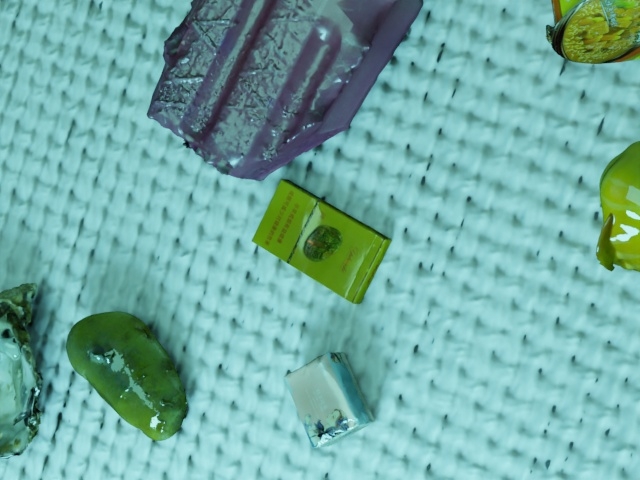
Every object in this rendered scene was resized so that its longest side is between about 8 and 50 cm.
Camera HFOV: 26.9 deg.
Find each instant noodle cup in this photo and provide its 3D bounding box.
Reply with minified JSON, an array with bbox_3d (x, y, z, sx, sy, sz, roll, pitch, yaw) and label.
[{"bbox_3d":[0.312,-0.298,1.339,0.213,0.213,0.174,-20,72,23],"label":"instant noodle cup"}]

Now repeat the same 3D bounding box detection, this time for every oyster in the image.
[{"bbox_3d":[-0.429,0.180,1.725,0.222,0.083,0.214,-21,75,29],"label":"oyster"}]

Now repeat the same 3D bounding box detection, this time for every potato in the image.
[{"bbox_3d":[-0.233,0.162,1.633,0.105,0.085,0.188,-45,75,19],"label":"potato"}]

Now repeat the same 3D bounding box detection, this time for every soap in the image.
[{"bbox_3d":[-0.040,-0.226,1.520,0.220,0.127,0.325,33,104,11],"label":"soap"}]

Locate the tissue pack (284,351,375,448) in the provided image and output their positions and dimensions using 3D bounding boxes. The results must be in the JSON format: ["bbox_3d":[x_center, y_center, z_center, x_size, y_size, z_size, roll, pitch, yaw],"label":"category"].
[{"bbox_3d":[0.010,0.181,1.529,0.074,0.058,0.094,-31,75,23],"label":"tissue pack"}]

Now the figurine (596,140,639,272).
[{"bbox_3d":[0.356,-0.075,1.337,0.156,0.131,0.246,37,109,52],"label":"figurine"}]

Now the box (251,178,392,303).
[{"bbox_3d":[0.000,0.000,1.563,0.155,0.023,0.087,31,98,23],"label":"box"}]
